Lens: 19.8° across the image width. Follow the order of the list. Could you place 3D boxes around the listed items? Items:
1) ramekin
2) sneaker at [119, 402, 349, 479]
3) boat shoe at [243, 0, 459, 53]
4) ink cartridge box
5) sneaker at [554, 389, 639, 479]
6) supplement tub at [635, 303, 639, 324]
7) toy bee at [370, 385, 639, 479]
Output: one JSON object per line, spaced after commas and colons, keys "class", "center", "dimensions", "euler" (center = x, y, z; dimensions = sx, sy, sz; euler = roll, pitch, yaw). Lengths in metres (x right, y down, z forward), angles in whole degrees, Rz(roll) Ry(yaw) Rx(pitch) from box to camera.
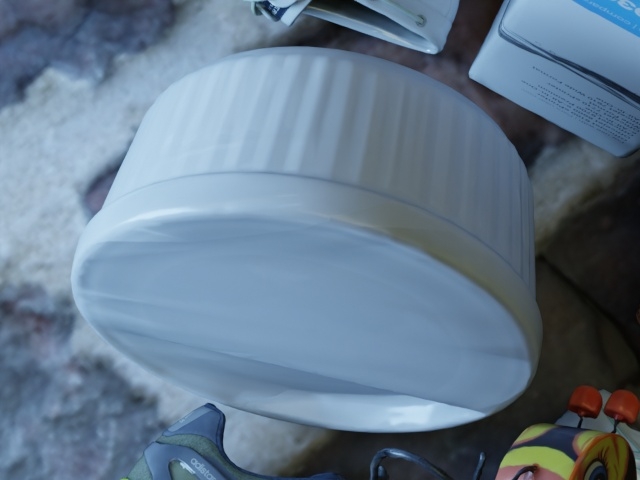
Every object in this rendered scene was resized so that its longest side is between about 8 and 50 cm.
{"class": "ramekin", "center": [0.000, 0.000, 1.056], "dimensions": [0.272, 0.273, 0.127], "euler": [14, 61, -5]}
{"class": "sneaker", "center": [0.005, 0.210, 1.104], "dimensions": [0.300, 0.111, 0.121], "euler": [36, 76, -5]}
{"class": "boat shoe", "center": [-0.017, -0.174, 1.159], "dimensions": [0.226, 0.083, 0.076], "euler": [12, 81, -6]}
{"class": "ink cartridge box", "center": [0.210, -0.196, 1.077], "dimensions": [0.129, 0.307, 0.223], "euler": [27, 81, -1]}
{"class": "sneaker", "center": [0.212, 0.158, 1.160], "dimensions": [0.061, 0.054, 0.152], "euler": [-43, 89, -12]}
{"class": "supplement tub", "center": [0.326, -0.063, 1.131], "dimensions": [0.193, 0.193, 0.316], "euler": [25, 81, -3]}
{"class": "toy bee", "center": [0.159, 0.175, 1.076], "dimensions": [0.195, 0.298, 0.162], "euler": [21, 56, 24]}
